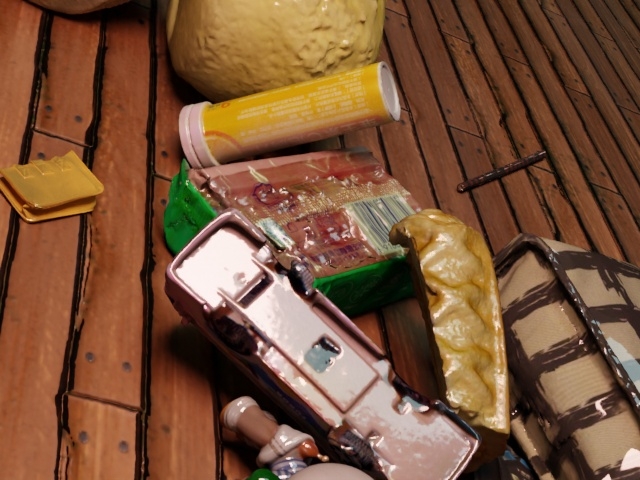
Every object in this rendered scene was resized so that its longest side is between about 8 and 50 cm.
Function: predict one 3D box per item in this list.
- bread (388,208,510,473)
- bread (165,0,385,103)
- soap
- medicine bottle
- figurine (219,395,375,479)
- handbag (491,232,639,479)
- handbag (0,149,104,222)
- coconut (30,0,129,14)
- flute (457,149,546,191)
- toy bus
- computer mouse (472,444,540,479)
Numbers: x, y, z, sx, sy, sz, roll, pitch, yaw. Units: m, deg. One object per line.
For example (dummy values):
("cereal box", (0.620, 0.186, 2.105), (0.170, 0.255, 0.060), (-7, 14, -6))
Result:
("bread", (0.121, 0.078, 0.958), (0.088, 0.128, 0.232), (-12, 56, 5))
("bread", (-0.037, -0.280, 1.220), (0.237, 0.320, 0.320), (9, 38, -18))
("soap", (0.001, -0.002, 1.066), (0.273, 0.098, 0.218), (-14, 54, -49))
("medicine bottle", (-0.032, -0.127, 1.103), (0.074, 0.218, 0.074), (-12, 90, -72))
("figurine", (-0.015, 0.194, 0.794), (0.197, 0.093, 0.147), (28, -11, 44))
("handbag", (0.319, 0.174, 1.030), (0.325, 0.162, 0.327), (17, 35, -37))
("handbag", (-0.245, -0.049, 0.984), (0.061, 0.027, 0.083), (47, 36, 20))
("coconut", (-0.264, -0.379, 1.225), (0.245, 0.245, 0.247), (25, 33, -12))
("flute", (0.253, -0.097, 1.491), (0.014, 0.014, 0.269), (44, 34, 18))
("toy bus", (-0.007, 0.103, 0.871), (0.274, 0.112, 0.090), (44, 69, 3))
("computer mouse", (0.167, 0.226, 0.948), (0.079, 0.047, 0.135), (33, 24, -29))
